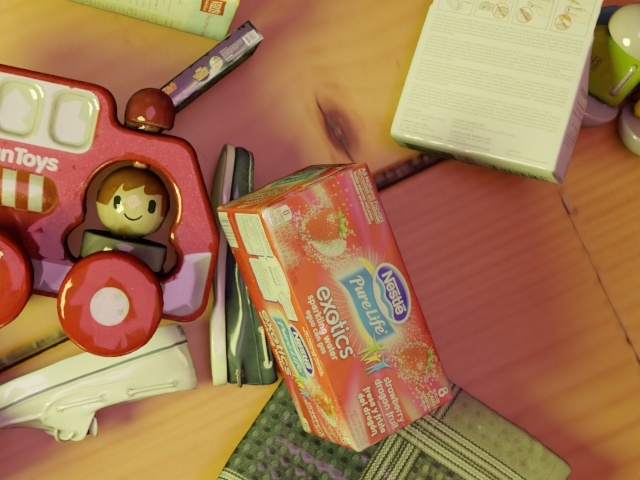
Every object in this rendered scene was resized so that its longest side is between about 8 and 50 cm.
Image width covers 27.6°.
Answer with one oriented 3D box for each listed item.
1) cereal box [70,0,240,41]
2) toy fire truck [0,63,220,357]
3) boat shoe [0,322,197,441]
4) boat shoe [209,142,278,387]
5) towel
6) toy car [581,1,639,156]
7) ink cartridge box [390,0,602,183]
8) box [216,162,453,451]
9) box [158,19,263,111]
[{"bbox_3d":[-0.200,-0.267,1.317,0.240,0.173,0.047,13,84,-9],"label":"cereal box"},{"bbox_3d":[-0.245,-0.035,1.276,0.302,0.169,0.254,11,97,-6],"label":"toy fire truck"},{"bbox_3d":[-0.250,0.163,1.327,0.258,0.095,0.084,-20,86,-9],"label":"boat shoe"},{"bbox_3d":[-0.076,0.027,1.363,0.079,0.095,0.255,1,89,-8],"label":"boat shoe"},{"bbox_3d":[0.063,0.281,1.365,0.324,0.056,0.312,34,69,2],"label":"towel"},{"bbox_3d":[0.358,-0.193,1.434,0.182,0.159,0.136,25,48,-8],"label":"toy car"},{"bbox_3d":[0.198,-0.194,1.398,0.189,0.066,0.232,15,81,23],"label":"ink cartridge box"},{"bbox_3d":[0.014,0.061,1.279,0.122,0.128,0.257,-26,102,-21],"label":"box"},{"bbox_3d":[-0.124,-0.172,1.365,0.137,0.094,0.027,-39,94,-10],"label":"box"}]
